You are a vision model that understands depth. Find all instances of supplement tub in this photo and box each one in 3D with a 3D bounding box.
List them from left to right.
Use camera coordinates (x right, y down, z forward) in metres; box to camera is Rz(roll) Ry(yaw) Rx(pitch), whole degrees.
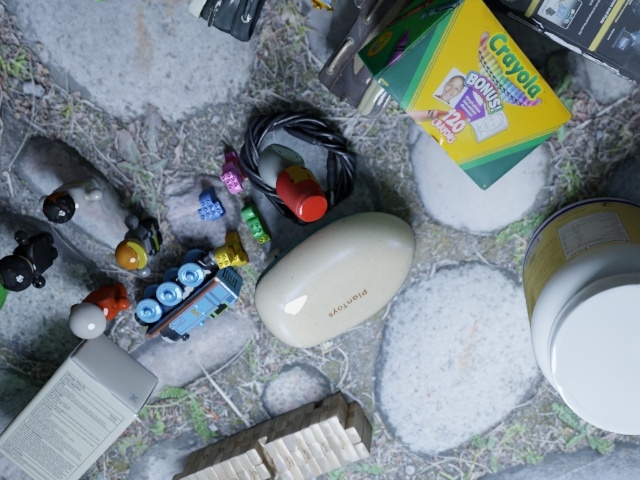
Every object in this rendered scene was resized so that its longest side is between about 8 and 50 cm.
[{"bbox_3d":[0.405,0.093,1.299,0.240,0.331,0.241,3,109,7],"label":"supplement tub"}]

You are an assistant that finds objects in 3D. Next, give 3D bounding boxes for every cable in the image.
[{"bbox_3d":[-0.035,-0.120,1.443,0.150,0.047,0.184,-36,100,18],"label":"cable"}]

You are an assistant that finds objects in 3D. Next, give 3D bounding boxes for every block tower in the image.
[{"bbox_3d":[-0.082,0.362,1.592,0.335,0.097,0.091,-25,103,14],"label":"block tower"}]

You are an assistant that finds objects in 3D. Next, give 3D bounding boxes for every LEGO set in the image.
[{"bbox_3d":[-0.131,-0.011,1.469,0.087,0.093,0.227,-21,105,15],"label":"LEGO set"}]

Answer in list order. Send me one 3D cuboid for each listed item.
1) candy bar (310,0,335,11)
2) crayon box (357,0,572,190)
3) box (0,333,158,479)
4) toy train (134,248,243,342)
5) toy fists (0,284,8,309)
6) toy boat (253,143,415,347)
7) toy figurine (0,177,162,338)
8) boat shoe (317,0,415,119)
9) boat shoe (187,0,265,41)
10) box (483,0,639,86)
[{"bbox_3d":[0.026,-0.404,1.352,0.040,0.018,0.162,21,110,1],"label":"candy bar"},{"bbox_3d":[0.201,-0.210,1.286,0.165,0.081,0.278,-41,130,13],"label":"crayon box"},{"bbox_3d":[-0.409,0.289,1.596,0.148,0.127,0.232,42,109,-6],"label":"box"},{"bbox_3d":[-0.215,0.095,1.528,0.184,0.080,0.105,-39,105,18],"label":"toy train"},{"bbox_3d":[-0.625,0.157,1.574,0.096,0.142,0.279,35,110,-4],"label":"toy fists"},{"bbox_3d":[0.000,0.000,1.401,0.267,0.148,0.318,-30,133,-7],"label":"toy boat"},{"bbox_3d":[-0.374,0.023,1.488,0.213,0.148,0.209,37,110,-5],"label":"toy figurine"},{"bbox_3d":[0.097,-0.343,1.303,0.130,0.132,0.356,24,109,-1],"label":"boat shoe"},{"bbox_3d":[-0.047,-0.415,1.303,0.113,0.127,0.340,39,111,-7],"label":"boat shoe"},{"bbox_3d":[0.414,-0.436,1.243,0.318,0.097,0.395,27,110,0],"label":"box"}]
